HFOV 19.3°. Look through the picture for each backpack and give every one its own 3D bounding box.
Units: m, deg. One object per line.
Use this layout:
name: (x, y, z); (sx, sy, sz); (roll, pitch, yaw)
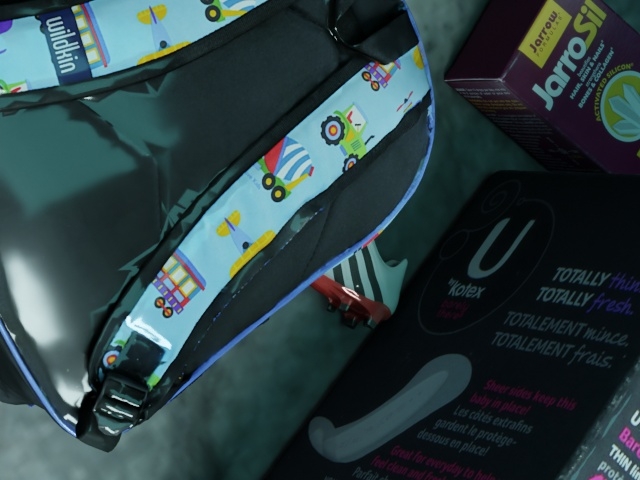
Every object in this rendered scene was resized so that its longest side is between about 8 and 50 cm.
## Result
backpack: (-0.058, -0.042, 0.605); (0.173, 0.117, 0.158); (-36, 109, -21)

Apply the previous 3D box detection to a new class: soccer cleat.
soccer cleat: (0.000, 0.000, 0.693); (0.083, 0.029, 0.036); (39, 66, -28)

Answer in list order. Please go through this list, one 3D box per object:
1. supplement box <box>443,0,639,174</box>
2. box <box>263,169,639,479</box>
supplement box: (0.099, -0.060, 0.732); (0.083, 0.043, 0.055); (36, 78, -25)
box: (0.073, 0.121, 0.661); (0.143, 0.165, 0.270); (44, 74, -23)
